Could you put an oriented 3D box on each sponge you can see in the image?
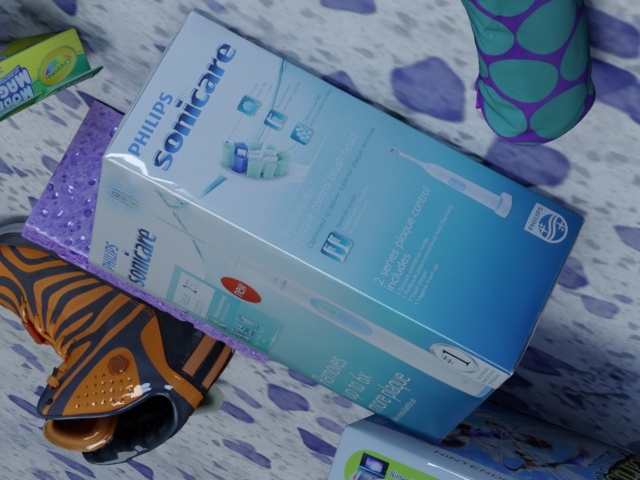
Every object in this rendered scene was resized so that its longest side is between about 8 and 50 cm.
[{"bbox_3d":[-0.107,-0.007,1.360,0.210,0.117,0.031,28,156,-1],"label":"sponge"}]

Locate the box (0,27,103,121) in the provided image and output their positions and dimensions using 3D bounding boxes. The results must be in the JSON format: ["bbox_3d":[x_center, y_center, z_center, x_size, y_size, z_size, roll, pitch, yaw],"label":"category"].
[{"bbox_3d":[-0.243,-0.110,1.300,0.179,0.105,0.043,1,117,49],"label":"box"}]

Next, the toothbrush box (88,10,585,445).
[{"bbox_3d":[0.000,0.000,1.240,0.295,0.126,0.216,29,159,0],"label":"toothbrush box"}]

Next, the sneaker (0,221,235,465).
[{"bbox_3d":[-0.232,0.094,1.651,0.321,0.180,0.124,10,153,37],"label":"sneaker"}]

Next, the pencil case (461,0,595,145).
[{"bbox_3d":[0.103,-0.113,0.944,0.070,0.064,0.152,2,151,17],"label":"pencil case"}]

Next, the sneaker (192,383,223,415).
[{"bbox_3d":[-0.167,0.124,1.807,0.086,0.064,0.192,9,157,37],"label":"sneaker"}]

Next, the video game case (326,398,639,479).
[{"bbox_3d":[0.163,0.193,1.399,0.244,0.061,0.269,22,-169,18],"label":"video game case"}]
